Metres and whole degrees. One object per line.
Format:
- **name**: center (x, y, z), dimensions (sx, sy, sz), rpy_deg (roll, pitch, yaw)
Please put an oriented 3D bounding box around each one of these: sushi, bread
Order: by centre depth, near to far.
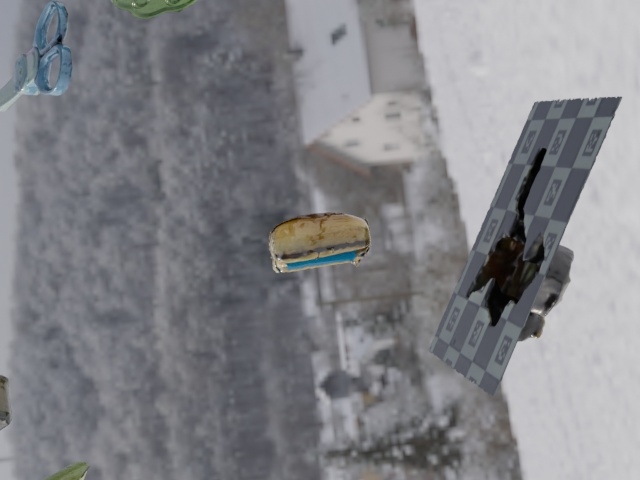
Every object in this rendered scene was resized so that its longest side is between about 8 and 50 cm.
- **bread**: center (0.000, 0.000, 1.387), dimensions (0.072, 0.106, 0.053), rpy_deg (101, 157, -73)
- **sushi**: center (0.260, 0.005, 1.590), dimensions (0.343, 0.064, 0.359), rpy_deg (-149, 81, -82)

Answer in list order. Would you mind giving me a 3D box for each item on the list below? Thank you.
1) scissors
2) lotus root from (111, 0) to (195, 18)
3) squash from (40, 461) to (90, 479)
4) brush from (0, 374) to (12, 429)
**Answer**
- **scissors**: center (-0.394, -0.226, 1.799), dimensions (0.256, 0.030, 0.125), rpy_deg (-25, 67, 53)
- **lotus root**: center (-0.233, -0.419, 1.787), dimensions (0.186, 0.186, 0.186), rpy_deg (174, 90, -89)
- **squash**: center (-0.364, 0.351, 1.676), dimensions (0.075, 0.090, 0.200), rpy_deg (50, -145, 12)
- **brush**: center (-0.417, 0.175, 1.334), dimensions (0.197, 0.123, 0.059), rpy_deg (15, -135, -48)
